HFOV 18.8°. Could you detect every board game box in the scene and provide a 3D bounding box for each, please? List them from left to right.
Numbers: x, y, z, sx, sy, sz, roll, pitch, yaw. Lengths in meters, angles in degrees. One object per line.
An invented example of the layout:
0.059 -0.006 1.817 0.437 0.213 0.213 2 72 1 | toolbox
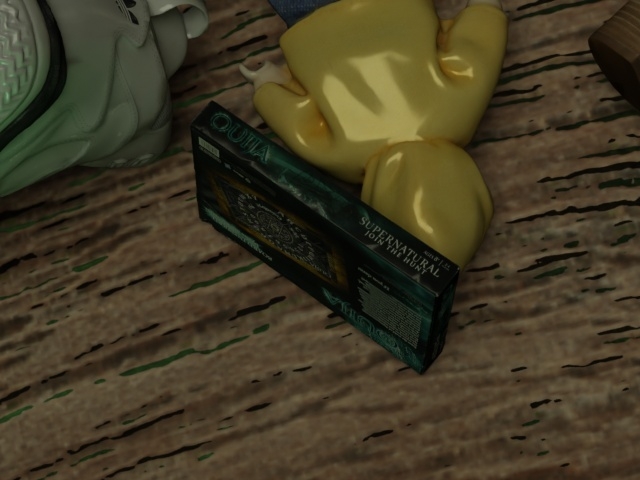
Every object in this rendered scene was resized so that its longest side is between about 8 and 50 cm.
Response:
0.000 0.000 1.196 0.186 0.126 0.026 35 69 14 | board game box

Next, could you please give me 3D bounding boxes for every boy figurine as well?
0.044 -0.108 1.222 0.177 0.092 0.285 -25 78 6 | boy figurine

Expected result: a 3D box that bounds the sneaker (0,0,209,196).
-0.228 -0.059 1.252 0.366 0.210 0.137 -38 72 39 | sneaker

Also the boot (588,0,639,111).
0.315 -0.115 1.124 0.220 0.109 0.283 -37 38 -3 | boot
